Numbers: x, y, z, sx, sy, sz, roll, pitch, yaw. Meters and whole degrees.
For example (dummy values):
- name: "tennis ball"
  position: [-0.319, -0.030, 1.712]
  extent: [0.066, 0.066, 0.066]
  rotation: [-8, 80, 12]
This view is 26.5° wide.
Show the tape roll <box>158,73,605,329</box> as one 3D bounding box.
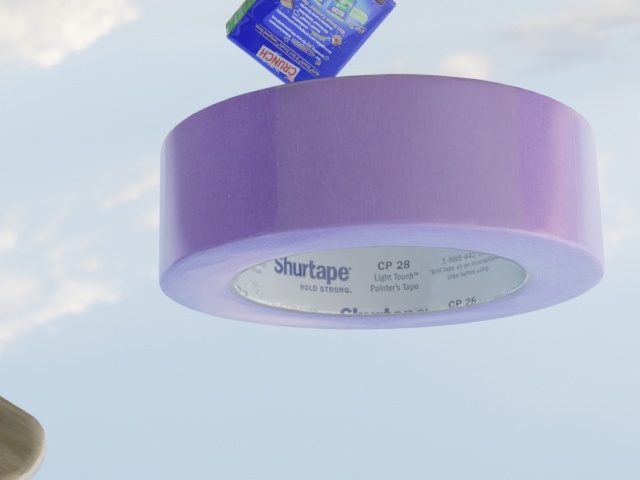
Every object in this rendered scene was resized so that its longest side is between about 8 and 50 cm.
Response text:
- name: "tape roll"
  position: [0.036, -0.013, 0.851]
  extent: [0.274, 0.090, 0.275]
  rotation: [0, 164, 0]

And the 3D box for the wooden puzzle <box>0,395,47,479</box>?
- name: "wooden puzzle"
  position: [-0.299, 0.112, 0.700]
  extent: [0.221, 0.044, 0.238]
  rotation: [23, -143, 33]

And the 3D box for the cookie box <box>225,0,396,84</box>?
- name: "cookie box"
  position: [-0.009, -0.181, 1.086]
  extent: [0.107, 0.092, 0.040]
  rotation: [-48, -161, 16]
